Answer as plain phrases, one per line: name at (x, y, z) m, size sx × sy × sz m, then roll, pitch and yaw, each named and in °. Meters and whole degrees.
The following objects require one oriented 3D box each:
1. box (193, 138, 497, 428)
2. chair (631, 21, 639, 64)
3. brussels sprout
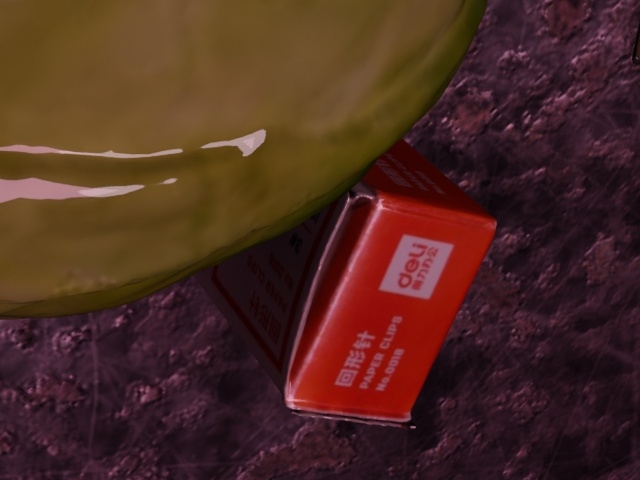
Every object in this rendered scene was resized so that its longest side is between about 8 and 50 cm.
box at (0.000, 0.000, 0.849) m, size 0.099 × 0.182 × 0.133 m, roll 10°, pitch 114°, yaw -31°
chair at (0.230, -0.277, 0.856) m, size 0.160 × 0.170 × 0.326 m, roll 39°, pitch 50°, yaw -34°
brussels sprout at (-0.106, -0.136, 0.612) m, size 0.361 × 0.342 × 0.425 m, roll 17°, pitch 118°, yaw -27°
